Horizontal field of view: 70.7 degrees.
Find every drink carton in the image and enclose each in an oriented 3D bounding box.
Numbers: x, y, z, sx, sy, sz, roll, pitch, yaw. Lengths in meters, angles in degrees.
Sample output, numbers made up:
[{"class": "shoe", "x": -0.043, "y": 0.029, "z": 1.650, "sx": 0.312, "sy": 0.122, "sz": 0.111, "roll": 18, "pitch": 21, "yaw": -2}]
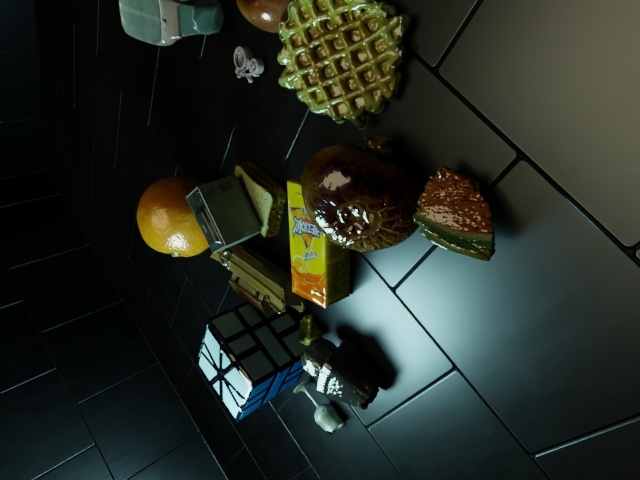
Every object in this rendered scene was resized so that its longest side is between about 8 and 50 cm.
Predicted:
[{"class": "drink carton", "x": 0.000, "y": 0.000, "z": 1.277, "sx": 0.155, "sy": 0.111, "sz": 0.351, "roll": 21, "pitch": 121, "yaw": 40}]

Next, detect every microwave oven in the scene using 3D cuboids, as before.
[{"class": "microwave oven", "x": -0.311, "y": -0.082, "z": 1.439, "sx": 0.129, "sy": 0.163, "sz": 0.205, "roll": -23, "pitch": 92, "yaw": 53}]

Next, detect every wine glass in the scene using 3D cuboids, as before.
[{"class": "wine glass", "x": -0.005, "y": 0.583, "z": 1.580, "sx": 0.195, "sy": 0.079, "sz": 0.079, "roll": 45, "pitch": 136, "yaw": 26}]

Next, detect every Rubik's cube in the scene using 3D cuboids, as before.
[{"class": "Rubik's cube", "x": -0.234, "y": 0.400, "z": 1.590, "sx": 0.293, "sy": 0.283, "sz": 0.288, "roll": 45, "pitch": 136, "yaw": 23}]

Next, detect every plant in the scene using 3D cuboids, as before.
[{"class": "plant", "x": 0.062, "y": 0.395, "z": 1.374, "sx": 0.256, "sy": 0.142, "sz": 0.164, "roll": 31, "pitch": 130, "yaw": 20}]

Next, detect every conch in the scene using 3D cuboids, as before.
[{"class": "conch", "x": -0.039, "y": 0.305, "z": 1.487, "sx": 0.089, "sy": 0.074, "sz": 0.121, "roll": -15, "pitch": 72, "yaw": 14}]

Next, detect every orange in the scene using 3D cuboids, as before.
[{"class": "orange", "x": -0.503, "y": -0.085, "z": 1.641, "sx": 0.312, "sy": 0.312, "sz": 0.312, "roll": 23, "pitch": 124, "yaw": 40}]

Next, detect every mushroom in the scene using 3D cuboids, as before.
[{"class": "mushroom", "x": 0.095, "y": -0.101, "z": 1.041, "sx": 0.297, "sy": 0.163, "sz": 0.278, "roll": 22, "pitch": 118, "yaw": 1}]

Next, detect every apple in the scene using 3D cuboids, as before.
[{"class": "apple", "x": -0.107, "y": -0.590, "z": 1.063, "sx": 0.188, "sy": 0.174, "sz": 0.188, "roll": 26, "pitch": 127, "yaw": 41}]

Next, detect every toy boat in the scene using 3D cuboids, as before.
[{"class": "toy boat", "x": -0.226, "y": 0.133, "z": 1.567, "sx": 0.445, "sy": 0.136, "sz": 0.162, "roll": 31, "pitch": 104, "yaw": 37}]

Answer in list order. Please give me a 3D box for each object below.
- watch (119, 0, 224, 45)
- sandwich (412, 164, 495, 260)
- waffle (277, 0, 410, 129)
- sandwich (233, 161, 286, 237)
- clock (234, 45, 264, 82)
[{"class": "watch", "x": -0.420, "y": -0.673, "z": 1.313, "sx": 0.253, "sy": 0.241, "sz": 0.161, "roll": 26, "pitch": 131, "yaw": 18}, {"class": "sandwich", "x": 0.296, "y": -0.053, "z": 0.937, "sx": 0.185, "sy": 0.109, "sz": 0.159, "roll": 28, "pitch": 100, "yaw": 34}, {"class": "waffle", "x": 0.042, "y": -0.416, "z": 1.020, "sx": 0.317, "sy": 0.073, "sz": 0.297, "roll": 31, "pitch": 131, "yaw": 13}, {"class": "sandwich", "x": -0.208, "y": -0.137, "z": 1.474, "sx": 0.215, "sy": 0.065, "sz": 0.186, "roll": 40, "pitch": 133, "yaw": 29}, {"class": "clock", "x": -0.210, "y": -0.511, "z": 1.318, "sx": 0.129, "sy": 0.041, "sz": 0.087, "roll": 41, "pitch": 130, "yaw": 35}]
